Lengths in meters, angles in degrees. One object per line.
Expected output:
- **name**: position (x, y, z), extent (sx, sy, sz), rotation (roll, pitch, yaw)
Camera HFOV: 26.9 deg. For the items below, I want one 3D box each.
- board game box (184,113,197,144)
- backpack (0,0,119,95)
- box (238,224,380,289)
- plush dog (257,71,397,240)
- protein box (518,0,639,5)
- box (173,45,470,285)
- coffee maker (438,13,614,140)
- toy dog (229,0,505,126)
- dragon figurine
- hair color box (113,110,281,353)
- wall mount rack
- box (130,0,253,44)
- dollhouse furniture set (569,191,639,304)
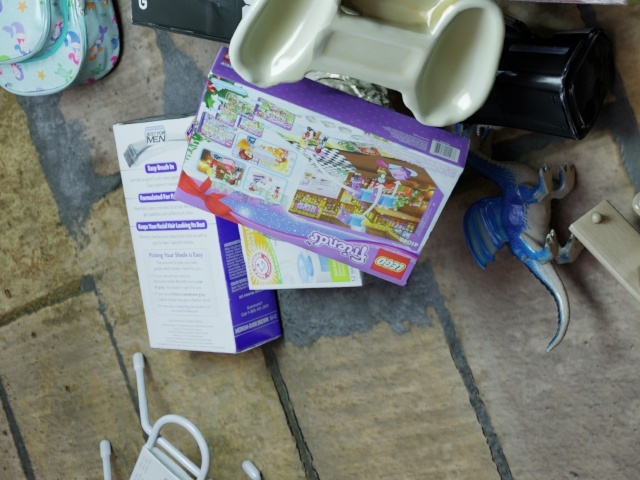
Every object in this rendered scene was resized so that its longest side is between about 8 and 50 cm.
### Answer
- **board game box**: position (-0.071, -0.182, 1.759), extent (0.193, 0.146, 0.045), rotation (-54, 42, 36)
- **backpack**: position (-0.422, -0.343, 1.991), extent (0.225, 0.191, 0.253), rotation (-3, 109, 30)
- **box**: position (0.000, 0.000, 1.778), extent (0.203, 0.103, 0.114), rotation (-3, 99, 41)
- **plush dog**: position (0.015, -0.147, 1.633), extent (0.262, 0.225, 0.210), rotation (-13, 126, 27)
- **protein box**: position (0.300, -0.350, 1.366), extent (0.136, 0.200, 0.201), rotation (11, 108, 37)
- **box**: position (-0.004, -0.079, 1.502), extent (0.293, 0.057, 0.201), rotation (21, 134, -3)
- **coffee maker**: position (0.223, -0.169, 1.511), extent (0.178, 0.120, 0.171), rotation (13, 79, 37)
- **toy dog**: position (0.040, -0.387, 1.454), extent (0.408, 0.284, 0.395), rotation (-102, 20, -47)
- **dragon figurine**: position (0.230, -0.015, 1.590), extent (0.144, 0.085, 0.289), rotation (-8, 92, 43)
- **hair color box**: position (-0.177, -0.015, 1.923), extent (0.185, 0.110, 0.339), rotation (0, 103, 41)
- **wall mount rack**: position (-0.254, 0.361, 2.083), extent (0.304, 0.130, 0.350), rotation (39, 124, 22)
- **box**: position (-0.134, -0.425, 1.751), extent (0.257, 0.079, 0.322), rotation (15, 118, 26)
- **dollhouse furniture set**: position (0.372, -0.041, 1.428), extent (0.123, 0.144, 0.151), rotation (49, 164, 20)
